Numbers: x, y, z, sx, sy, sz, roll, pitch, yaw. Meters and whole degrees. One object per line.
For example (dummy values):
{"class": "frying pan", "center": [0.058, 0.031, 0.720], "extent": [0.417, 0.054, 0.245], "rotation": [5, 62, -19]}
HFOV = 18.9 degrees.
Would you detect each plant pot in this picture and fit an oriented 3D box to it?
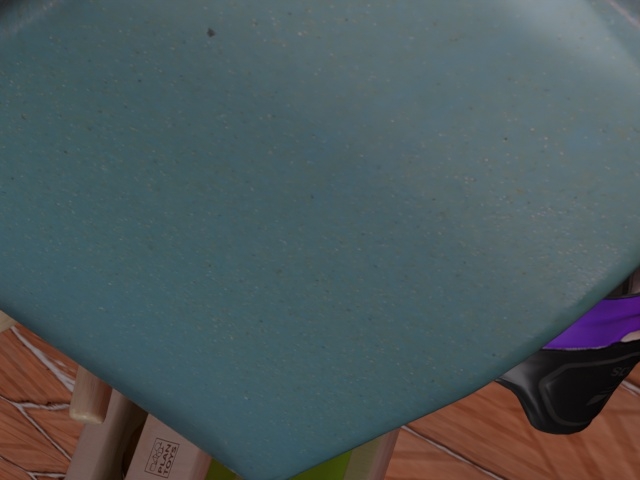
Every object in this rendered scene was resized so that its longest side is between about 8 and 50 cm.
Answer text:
{"class": "plant pot", "center": [0.013, -0.062, 0.488], "extent": [0.165, 0.166, 0.234], "rotation": [37, 152, -17]}

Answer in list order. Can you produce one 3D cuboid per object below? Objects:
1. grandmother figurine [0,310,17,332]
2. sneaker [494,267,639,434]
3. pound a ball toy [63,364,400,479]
{"class": "grandmother figurine", "center": [-0.194, -0.093, 0.562], "extent": [0.342, 0.104, 0.208], "rotation": [44, -167, -44]}
{"class": "sneaker", "center": [0.000, 0.000, 0.800], "extent": [0.293, 0.102, 0.146], "rotation": [20, 114, 24]}
{"class": "pound a ball toy", "center": [-0.081, 0.083, 0.955], "extent": [0.208, 0.319, 0.136], "rotation": [27, 166, -39]}
